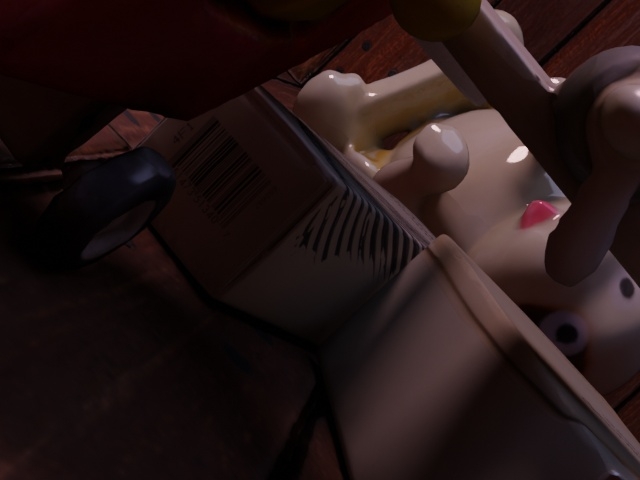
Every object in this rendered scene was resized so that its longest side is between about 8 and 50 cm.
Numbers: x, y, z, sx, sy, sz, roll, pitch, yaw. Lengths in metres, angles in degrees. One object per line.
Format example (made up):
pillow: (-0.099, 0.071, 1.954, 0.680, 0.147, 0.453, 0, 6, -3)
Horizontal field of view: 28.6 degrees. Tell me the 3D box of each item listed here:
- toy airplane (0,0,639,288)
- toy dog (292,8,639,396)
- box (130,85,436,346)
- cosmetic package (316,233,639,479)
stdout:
toy airplane: (0.022, -0.162, 0.559, 0.386, 0.272, 0.384, 23, 42, -29)
toy dog: (0.178, 0.006, 1.306, 0.408, 0.284, 0.395, -127, -153, -52)
box: (0.000, 0.000, 0.776, 0.113, 0.094, 0.275, 49, 8, 25)
cosmetic package: (0.100, 0.125, 0.613, 0.160, 0.113, 0.309, 45, 6, -17)
